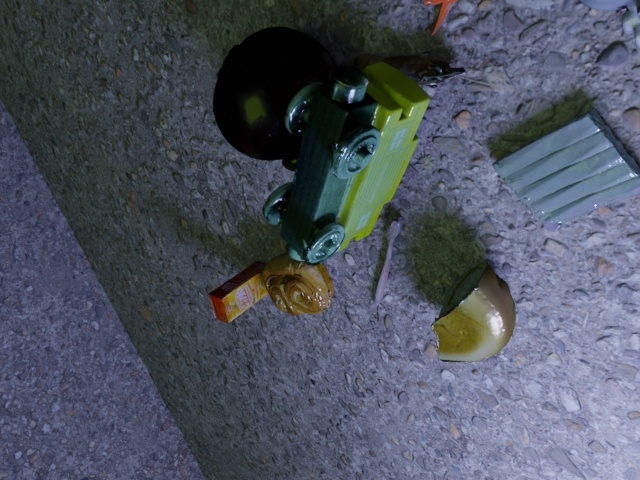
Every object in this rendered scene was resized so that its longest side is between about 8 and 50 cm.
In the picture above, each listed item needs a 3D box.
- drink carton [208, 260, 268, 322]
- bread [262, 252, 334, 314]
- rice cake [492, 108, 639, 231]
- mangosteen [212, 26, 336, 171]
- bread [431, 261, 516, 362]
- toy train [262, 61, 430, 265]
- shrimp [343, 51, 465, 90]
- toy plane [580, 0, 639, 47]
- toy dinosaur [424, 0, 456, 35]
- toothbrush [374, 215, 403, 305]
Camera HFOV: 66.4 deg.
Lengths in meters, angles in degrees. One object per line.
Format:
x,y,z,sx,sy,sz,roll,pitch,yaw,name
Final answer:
-0.247,0.161,1.568,0.071,0.223,0.096,12,124,36,drink carton
-0.068,0.128,1.459,0.236,0.120,0.198,-9,110,45,bread
0.444,-0.121,0.884,0.189,0.037,0.198,52,139,4,rice cake
-0.080,-0.297,1.066,0.313,0.297,0.297,48,138,11,mangosteen
0.348,0.174,1.092,0.156,0.158,0.260,38,136,4,bread
0.049,-0.141,0.960,0.179,0.272,0.442,45,141,23,toy train
0.161,-0.305,1.023,0.296,0.058,0.169,16,135,39,shrimp
0.469,-0.380,0.642,0.245,0.117,0.244,13,108,45,toy plane
0.224,-0.450,0.811,0.279,0.102,0.055,94,172,-77,toy dinosaur
0.173,0.061,1.267,0.025,0.029,0.307,31,136,26,toothbrush
